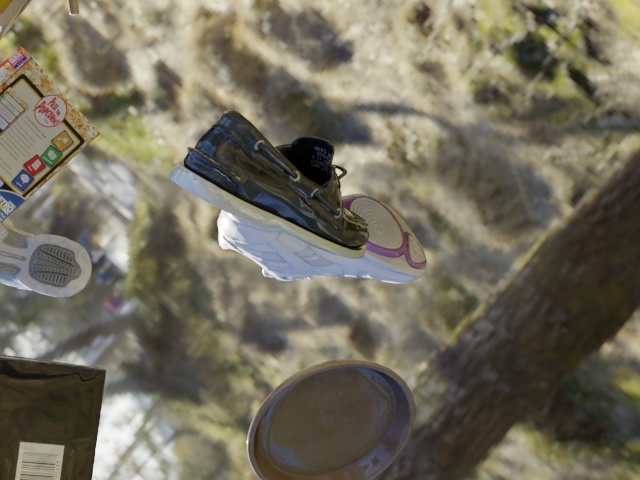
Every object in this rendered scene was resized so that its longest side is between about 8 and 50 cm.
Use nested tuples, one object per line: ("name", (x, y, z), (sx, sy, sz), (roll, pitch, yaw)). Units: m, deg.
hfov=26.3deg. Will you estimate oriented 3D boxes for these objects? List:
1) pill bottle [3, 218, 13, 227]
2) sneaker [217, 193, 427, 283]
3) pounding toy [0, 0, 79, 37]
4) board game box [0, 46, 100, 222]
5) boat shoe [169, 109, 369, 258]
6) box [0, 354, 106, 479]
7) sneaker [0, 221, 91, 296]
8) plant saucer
("pill bottle", (-0.619, -0.053, 2.365), (0.103, 0.103, 0.184), (28, 168, 47))
("sneaker", (0.000, 0.000, 1.944), (0.305, 0.114, 0.152), (19, 137, -8))
("pounding toy", (-0.360, -0.340, 1.655), (0.181, 0.206, 0.094), (37, 156, -12))
("board game box", (-0.397, -0.124, 1.727), (0.147, 0.193, 0.045), (52, 173, -38))
("boat shoe", (-0.029, -0.067, 1.524), (0.127, 0.113, 0.340), (31, -174, 38))
("box", (-0.484, 0.344, 2.050), (0.179, 0.343, 0.312), (11, 171, -32))
("sneaker", (-0.399, 0.017, 1.684), (0.232, 0.090, 0.115), (24, 166, -9))
("plant saucer", (0.015, 0.292, 2.164), (0.278, 0.278, 0.041), (49, -172, -37))
